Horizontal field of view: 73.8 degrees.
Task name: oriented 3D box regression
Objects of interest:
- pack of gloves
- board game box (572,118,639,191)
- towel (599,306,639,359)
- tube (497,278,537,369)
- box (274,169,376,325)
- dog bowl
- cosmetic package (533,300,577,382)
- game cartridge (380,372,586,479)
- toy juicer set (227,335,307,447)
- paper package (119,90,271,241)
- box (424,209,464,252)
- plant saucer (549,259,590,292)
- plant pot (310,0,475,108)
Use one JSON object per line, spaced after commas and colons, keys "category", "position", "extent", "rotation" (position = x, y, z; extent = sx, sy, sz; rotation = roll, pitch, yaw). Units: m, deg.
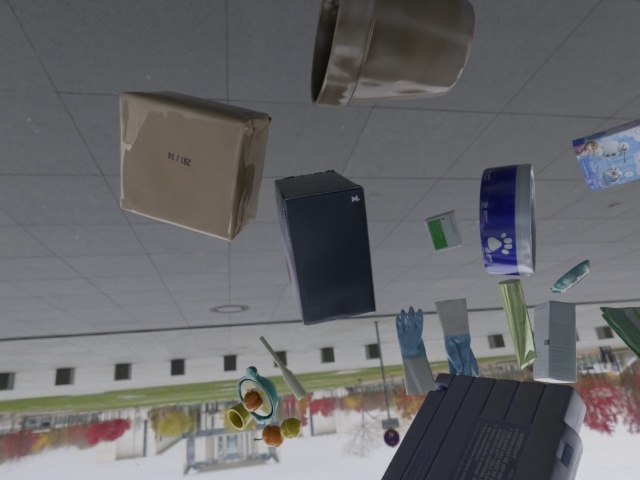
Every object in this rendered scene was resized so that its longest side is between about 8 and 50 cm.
{"category": "pack of gloves", "position": [0.310, 0.283, 1.147], "extent": [0.194, 0.232, 0.046], "rotation": [-9, 168, 7]}
{"category": "board game box", "position": [0.430, -0.122, 0.620], "extent": [0.090, 0.020, 0.090], "rotation": [-18, 125, 38]}
{"category": "towel", "position": [0.925, 0.216, 1.062], "extent": [0.324, 0.038, 0.248], "rotation": [-8, -159, 11]}
{"category": "tube", "position": [0.552, 0.230, 1.191], "extent": [0.069, 0.241, 0.062], "rotation": [-14, 178, 7]}
{"category": "box", "position": [0.000, 0.000, 1.042], "extent": [0.182, 0.297, 0.294], "rotation": [-11, -163, -8]}
{"category": "dog bowl", "position": [0.456, -0.048, 1.027], "extent": [0.104, 0.265, 0.265], "rotation": [-1, 165, 29]}
{"category": "cosmetic package", "position": [0.708, 0.308, 1.294], "extent": [0.085, 0.231, 0.117], "rotation": [7, 161, 5]}
{"category": "game cartridge", "position": [0.179, 0.328, 0.542], "extent": [0.230, 0.068, 0.355], "rotation": [-10, -151, 51]}
{"category": "toy juicer set", "position": [-0.139, 0.437, 1.126], "extent": [0.089, 0.209, 0.329], "rotation": [-29, 147, -51]}
{"category": "paper package", "position": [-0.314, -0.193, 1.066], "extent": [0.324, 0.310, 0.168], "rotation": [16, -157, 10]}
{"category": "box", "position": [0.367, -0.028, 1.259], "extent": [0.087, 0.101, 0.102], "rotation": [-17, -178, 21]}
{"category": "plant saucer", "position": [0.631, 0.096, 1.069], "extent": [0.119, 0.021, 0.119], "rotation": [-24, 147, -17]}
{"category": "plant pot", "position": [0.143, -0.420, 0.880], "extent": [0.280, 0.324, 0.323], "rotation": [6, 158, -11]}
